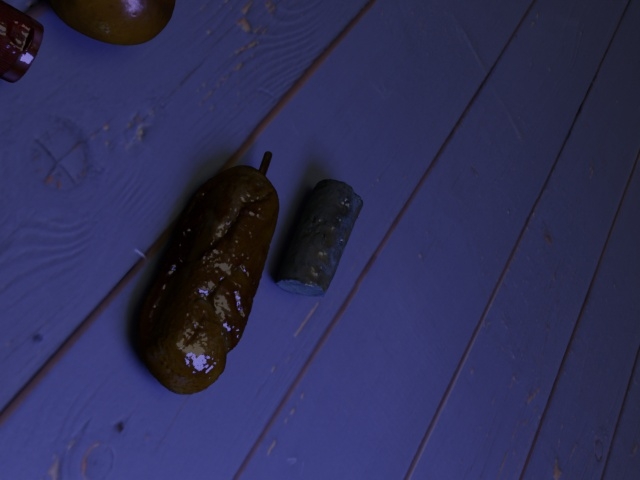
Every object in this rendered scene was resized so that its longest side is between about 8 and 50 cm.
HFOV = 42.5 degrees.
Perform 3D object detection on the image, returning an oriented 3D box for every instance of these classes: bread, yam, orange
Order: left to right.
[{"bbox_3d":[-0.232,-0.291,0.905,0.156,0.134,0.157,-13,90,-90],"label":"orange"},{"bbox_3d":[-0.115,0.020,0.989,0.124,0.084,0.344,43,53,-33],"label":"bread"},{"bbox_3d":[0.000,0.000,1.124,0.078,0.078,0.179,43,52,-33],"label":"yam"}]

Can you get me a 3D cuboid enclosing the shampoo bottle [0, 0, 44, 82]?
[{"bbox_3d":[-0.405,-0.245,0.738,0.314,0.076,0.118,28,59,-40],"label":"shampoo bottle"}]
